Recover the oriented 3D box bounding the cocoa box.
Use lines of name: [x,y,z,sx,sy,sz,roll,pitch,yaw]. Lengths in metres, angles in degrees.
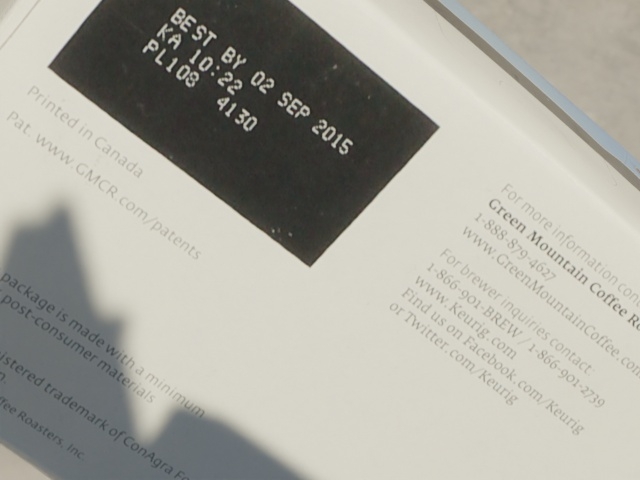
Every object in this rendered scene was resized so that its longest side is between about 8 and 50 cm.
cocoa box: [0.000,0.000,0.621,0.347,0.228,0.231,38,106,-18]
